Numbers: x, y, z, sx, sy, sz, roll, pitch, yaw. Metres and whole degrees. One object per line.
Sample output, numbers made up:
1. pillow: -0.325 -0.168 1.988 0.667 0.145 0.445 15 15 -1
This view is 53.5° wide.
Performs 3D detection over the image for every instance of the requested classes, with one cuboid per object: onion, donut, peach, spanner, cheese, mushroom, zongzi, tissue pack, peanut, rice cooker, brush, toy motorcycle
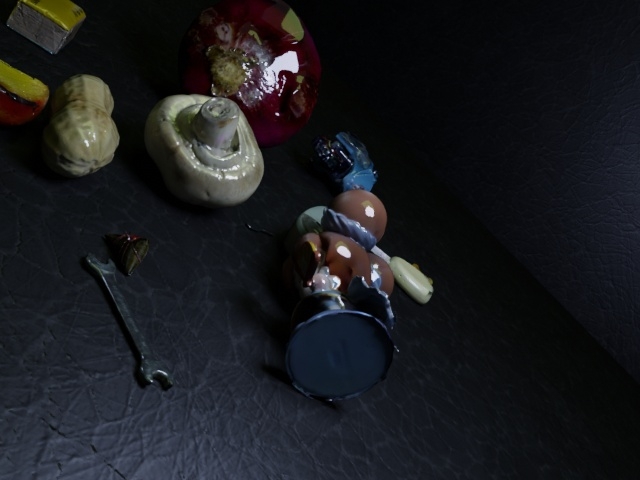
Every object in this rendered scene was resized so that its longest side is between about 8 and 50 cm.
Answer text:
1. onion: -0.190 -0.434 1.742 0.398 0.398 0.420 41 -8 -1
2. donut: 0.293 0.106 1.884 0.067 0.038 0.083 27 27 -26
3. peach: -0.543 -0.248 1.073 0.127 0.092 0.172 49 10 7
4. spanner: -0.281 0.111 0.923 0.054 0.015 0.255 9 39 -54
5. cheese: 0.211 0.071 1.791 0.255 0.050 0.127 41 21 -1
6. mushroom: -0.224 -0.202 1.293 0.260 0.234 0.254 28 50 -17
7. zongzi: -0.318 0.008 1.034 0.073 0.067 0.083 23 7 -15
8. tissue pack: -0.620 -0.507 1.450 0.119 0.082 0.169 32 23 -21
9. peanut: -0.429 -0.212 1.147 0.130 0.130 0.290 26 27 -34
10. rice cooker: 0.000 0.000 1.473 0.145 0.127 0.206 47 19 12
11. brush: -0.136 -0.025 1.443 0.083 0.008 0.024 22 27 -42
12. toy motorcycle: 0.096 -0.225 2.052 0.232 0.172 0.416 52 14 9

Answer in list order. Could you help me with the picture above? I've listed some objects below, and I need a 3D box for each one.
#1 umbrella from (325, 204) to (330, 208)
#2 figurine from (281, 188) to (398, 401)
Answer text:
1. umbrella: 0.095 -0.078 1.830 0.094 0.090 0.326 25 15 21
2. figurine: 0.042 0.091 1.217 0.247 0.277 0.388 -8 28 -3
